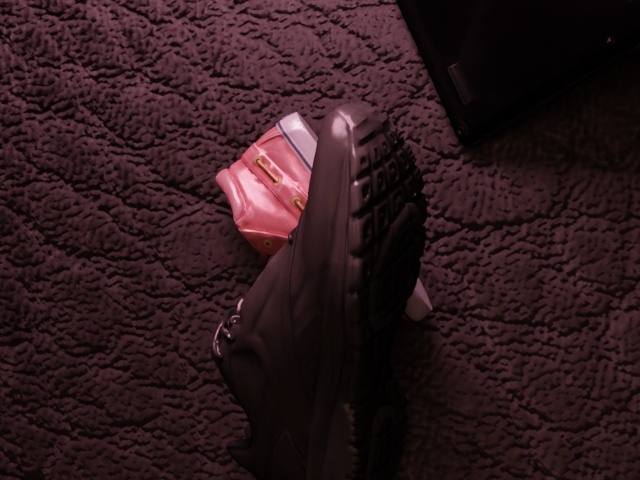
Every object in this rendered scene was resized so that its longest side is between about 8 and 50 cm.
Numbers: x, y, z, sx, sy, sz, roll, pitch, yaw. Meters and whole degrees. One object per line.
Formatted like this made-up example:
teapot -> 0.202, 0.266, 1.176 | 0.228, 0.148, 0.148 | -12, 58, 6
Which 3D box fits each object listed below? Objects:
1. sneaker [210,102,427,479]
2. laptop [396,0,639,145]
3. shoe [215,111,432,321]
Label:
sneaker -> -0.009, 0.050, 0.771 | 0.130, 0.109, 0.286 | 15, 111, 24
laptop -> 0.242, -0.327, 0.880 | 0.408, 0.236, 0.382 | -31, 74, 33
shoe -> 0.000, 0.000, 0.844 | 0.081, 0.063, 0.178 | -37, 73, 6
